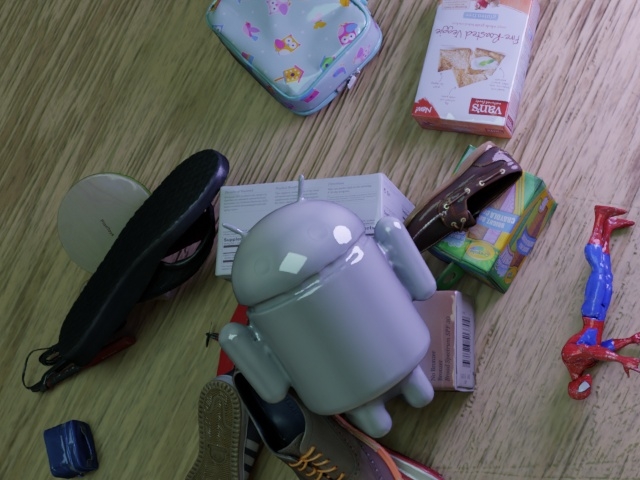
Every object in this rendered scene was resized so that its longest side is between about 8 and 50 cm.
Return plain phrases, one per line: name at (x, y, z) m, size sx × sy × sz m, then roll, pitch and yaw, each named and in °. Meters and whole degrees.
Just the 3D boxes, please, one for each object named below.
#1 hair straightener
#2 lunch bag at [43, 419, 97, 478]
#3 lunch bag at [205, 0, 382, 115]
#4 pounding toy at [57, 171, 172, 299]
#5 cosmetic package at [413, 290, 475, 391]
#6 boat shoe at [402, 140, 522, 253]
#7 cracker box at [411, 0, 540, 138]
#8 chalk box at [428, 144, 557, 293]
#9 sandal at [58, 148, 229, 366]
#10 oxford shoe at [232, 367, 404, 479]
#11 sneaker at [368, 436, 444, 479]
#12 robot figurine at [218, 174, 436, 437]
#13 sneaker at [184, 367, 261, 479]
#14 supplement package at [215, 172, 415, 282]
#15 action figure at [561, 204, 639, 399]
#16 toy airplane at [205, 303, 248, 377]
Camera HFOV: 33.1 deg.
hair straightener at (-0.432, 0.193, 1.885) m, size 0.230 × 0.047 × 0.089 m, roll -32°, pitch 66°, yaw 15°
lunch bag at (-0.416, 0.354, 1.814) m, size 0.065 × 0.067 × 0.098 m, roll -24°, pitch 69°, yaw 14°
lunch bag at (-0.038, -0.362, 1.846) m, size 0.224 × 0.108 × 0.279 m, roll -45°, pitch 66°, yaw -1°
pounding toy at (-0.350, -0.010, 1.888) m, size 0.183 × 0.110 × 0.236 m, roll -7°, pitch 102°, yaw 8°
cosmetic package at (0.078, 0.154, 1.640) m, size 0.296 × 0.129 × 0.153 m, roll -3°, pitch 81°, yaw 21°
boat shoe at (0.198, -0.050, 1.541) m, size 0.207 × 0.073 × 0.073 m, roll -46°, pitch 62°, yaw 4°
cracker box at (0.251, -0.289, 1.736) m, size 0.156 × 0.067 × 0.232 m, roll 9°, pitch 79°, yaw 24°
chalk box at (0.240, -0.010, 1.627) m, size 0.132 × 0.132 × 0.213 m, roll 29°, pitch 88°, yaw 26°
sandal at (-0.272, 0.032, 1.772) m, size 0.445 × 0.107 × 0.167 m, roll -50°, pitch 31°, yaw 19°
oxford shoe at (-0.003, 0.313, 1.536) m, size 0.130 × 0.133 × 0.363 m, roll -44°, pitch 81°, yaw 21°
sneaker at (0.063, 0.363, 1.617) m, size 0.221 × 0.087 × 0.128 m, roll 22°, pitch 83°, yaw 26°
robot figurine at (0.012, 0.093, 1.457) m, size 0.300 × 0.200 × 0.353 m, roll -34°, pitch 100°, yaw -15°
sneaker at (-0.132, 0.322, 1.708) m, size 0.099 × 0.153 × 0.282 m, roll 18°, pitch 113°, yaw 20°
supplement package at (0.000, 0.000, 1.676) m, size 0.262 × 0.204 × 0.145 m, roll -3°, pitch 75°, yaw 20°
action figure at (0.429, 0.099, 1.543) m, size 0.139 × 0.091 × 0.280 m, roll 12°, pitch 80°, yaw 33°
toy airplane at (-0.126, 0.173, 1.774) m, size 0.151 × 0.028 × 0.151 m, roll -5°, pitch 75°, yaw 21°
